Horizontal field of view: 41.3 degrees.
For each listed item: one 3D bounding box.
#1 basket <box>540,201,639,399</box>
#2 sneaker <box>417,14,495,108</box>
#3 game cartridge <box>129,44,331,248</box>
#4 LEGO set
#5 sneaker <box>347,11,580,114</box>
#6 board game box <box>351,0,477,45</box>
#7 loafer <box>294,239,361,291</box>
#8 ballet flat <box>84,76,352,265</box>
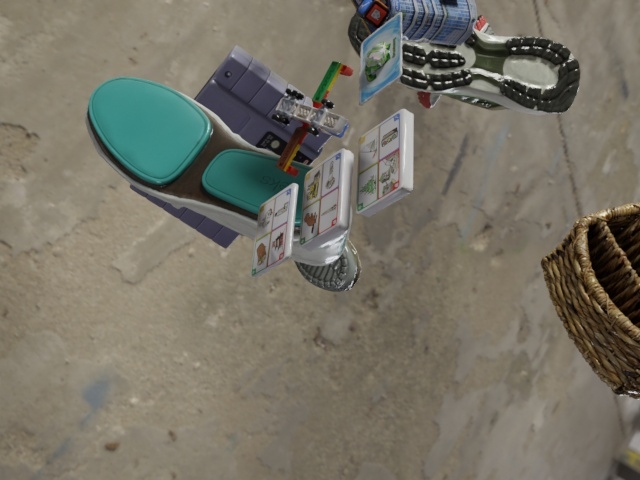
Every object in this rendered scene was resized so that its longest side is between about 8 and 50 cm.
[{"bbox_3d":[0.522,0.078,1.375,0.213,0.299,0.223,14,131,-33],"label":"basket"},{"bbox_3d":[0.279,-0.343,1.679,0.093,0.088,0.225,45,76,-16],"label":"sneaker"},{"bbox_3d":[-0.157,-0.149,1.507,0.355,0.230,0.068,-44,-163,34],"label":"game cartridge"},{"bbox_3d":[0.021,-0.095,0.730,0.060,0.182,0.244,28,49,-32],"label":"LEGO set"},{"bbox_3d":[0.238,-0.302,1.512,0.182,0.410,0.158,151,-45,-81],"label":"sneaker"},{"bbox_3d":[0.089,-0.295,0.864,0.194,0.194,0.060,-11,158,-45],"label":"board game box"},{"bbox_3d":[0.000,0.000,1.330,0.087,0.251,0.094,17,110,-38],"label":"loafer"},{"bbox_3d":[-0.130,-0.073,1.032,0.139,0.400,0.139,-40,145,-36],"label":"ballet flat"}]
